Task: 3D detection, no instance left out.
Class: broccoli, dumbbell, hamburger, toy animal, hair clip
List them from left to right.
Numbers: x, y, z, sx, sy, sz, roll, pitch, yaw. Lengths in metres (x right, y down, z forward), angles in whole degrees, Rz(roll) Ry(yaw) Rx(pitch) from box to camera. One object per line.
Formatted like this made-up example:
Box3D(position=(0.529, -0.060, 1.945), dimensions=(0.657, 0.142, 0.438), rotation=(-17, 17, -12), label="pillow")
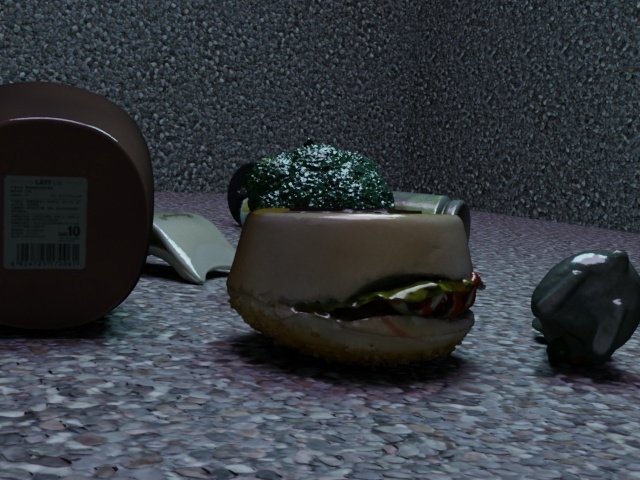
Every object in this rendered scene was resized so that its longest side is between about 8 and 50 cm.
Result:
Box3D(position=(-0.271, -0.004, 1.551), dimensions=(0.282, 0.113, 0.172), rotation=(8, 7, 27), label="hair clip")
Box3D(position=(-0.106, -0.125, 2.513), dimensions=(0.185, 0.185, 0.388), rotation=(9, 7, 38), label="dumbbell")
Box3D(position=(0.000, 0.000, 1.349), dimensions=(0.254, 0.269, 0.269), rotation=(6, 5, -26), label="broccoli")
Box3D(position=(0.036, 0.048, 1.020), dimensions=(0.302, 0.170, 0.302), rotation=(2, 2, 0), label="hamburger")
Box3D(position=(0.320, 0.091, 1.090), dimensions=(0.127, 0.125, 0.251), rotation=(-21, -13, 5), label="toy animal")

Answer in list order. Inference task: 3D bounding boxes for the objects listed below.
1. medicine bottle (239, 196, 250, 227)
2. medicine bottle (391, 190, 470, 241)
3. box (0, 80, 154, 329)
Box3D(position=(-0.003, -0.052, 2.220), dimensions=(0.426, 0.108, 0.108), rotation=(7, 7, 29), label="medicine bottle")
Box3D(position=(0.153, -0.033, 1.938), dimensions=(0.322, 0.151, 0.151), rotation=(7, 7, 25), label="medicine bottle")
Box3D(position=(-0.328, -0.035, 1.055), dimensions=(0.300, 0.301, 0.216), rotation=(2, 14, -19), label="box")
